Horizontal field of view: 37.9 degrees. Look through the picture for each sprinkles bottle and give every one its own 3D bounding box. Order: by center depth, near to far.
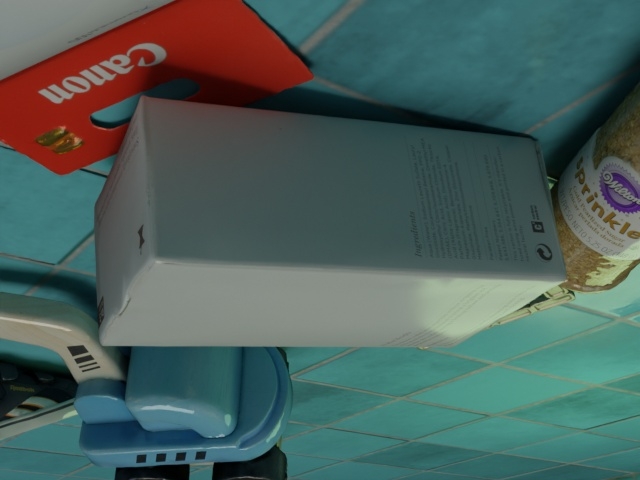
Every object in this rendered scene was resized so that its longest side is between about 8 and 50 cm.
[{"bbox_3d":[0.293,-0.070,0.801,0.121,0.121,0.355,3,155,-8],"label":"sprinkles bottle"}]

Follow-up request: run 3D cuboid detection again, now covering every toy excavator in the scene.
[{"bbox_3d":[-0.267,0.170,1.249,0.433,0.222,0.445,-4,141,7],"label":"toy excavator"}]

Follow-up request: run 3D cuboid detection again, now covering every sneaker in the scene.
[{"bbox_3d":[-0.490,0.246,1.467,0.321,0.127,0.126,-12,174,-43],"label":"sneaker"}]

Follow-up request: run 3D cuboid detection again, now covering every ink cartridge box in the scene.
[{"bbox_3d":[-0.232,-0.134,0.676,0.308,0.091,0.385,-16,150,29],"label":"ink cartridge box"}]

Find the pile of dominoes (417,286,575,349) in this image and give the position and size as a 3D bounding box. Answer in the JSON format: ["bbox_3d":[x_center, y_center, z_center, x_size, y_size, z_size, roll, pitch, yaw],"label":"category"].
[{"bbox_3d":[0.186,0.071,1.228,0.251,0.040,0.196,-22,148,22],"label":"pile of dominoes"}]

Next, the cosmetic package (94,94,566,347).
[{"bbox_3d":[0.000,0.000,0.860,0.385,0.156,0.217,5,154,-25],"label":"cosmetic package"}]
